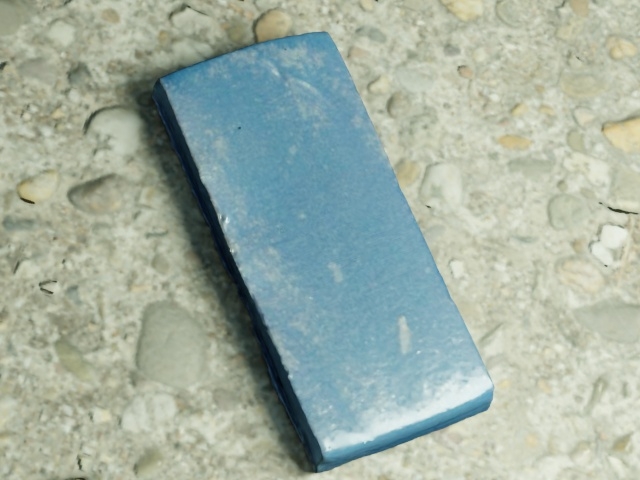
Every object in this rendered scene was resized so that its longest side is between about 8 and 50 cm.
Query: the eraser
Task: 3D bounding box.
[{"bbox_3d":[0.000,0.000,1.424,0.144,0.042,0.312,-18,73,-19],"label":"eraser"}]
